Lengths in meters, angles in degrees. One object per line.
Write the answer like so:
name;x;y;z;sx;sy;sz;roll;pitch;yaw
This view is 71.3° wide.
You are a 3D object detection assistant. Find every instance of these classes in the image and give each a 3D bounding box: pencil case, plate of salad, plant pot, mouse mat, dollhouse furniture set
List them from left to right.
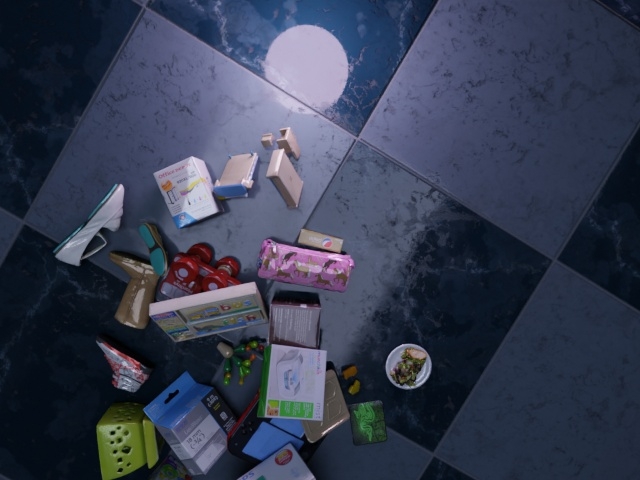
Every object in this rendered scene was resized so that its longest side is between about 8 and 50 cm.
plant pot;-0.752;0.788;1.800;0.207;0.227;0.228;-6;94;-8
dollhouse furniture set;-0.246;-0.267;1.812;0.303;0.198;0.287;-4;54;22
pencil case;-0.061;0.105;1.803;0.385;0.167;0.160;12;77;-4
mouse mat;0.207;0.795;1.941;0.152;0.007;0.190;-8;94;-1
plate of salad;0.380;0.544;1.908;0.199;0.048;0.200;0;95;-3

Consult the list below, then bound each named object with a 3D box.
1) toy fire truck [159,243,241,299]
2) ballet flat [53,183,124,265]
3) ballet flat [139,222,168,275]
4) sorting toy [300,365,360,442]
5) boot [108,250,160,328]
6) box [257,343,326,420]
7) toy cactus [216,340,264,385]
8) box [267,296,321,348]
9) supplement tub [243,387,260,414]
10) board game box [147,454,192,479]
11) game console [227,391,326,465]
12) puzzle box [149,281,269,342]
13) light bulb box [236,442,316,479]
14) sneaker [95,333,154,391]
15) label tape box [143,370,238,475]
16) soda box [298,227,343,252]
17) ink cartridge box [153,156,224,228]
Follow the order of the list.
toy fire truck;-0.482;0.180;1.808;0.302;0.169;0.254;28;117;-3
ballet flat;-0.890;-0.053;1.789;0.139;0.139;0.400;45;96;-5
ballet flat;-0.654;0.032;1.800;0.080;0.073;0.232;-27;82;21
sorting toy;0.039;0.662;1.864;0.307;0.041;0.229;-24;99;-27
boot;-0.785;0.200;1.819;0.236;0.089;0.270;21;94;-3
box;-0.108;0.551;1.720;0.231;0.127;0.262;12;67;-17
toy cactus;-0.351;0.488;1.863;0.180;0.112;0.219;37;95;15
box;-0.105;0.331;1.813;0.203;0.168;0.167;4;93;-3
supplement tub;-0.232;0.677;1.865;0.106;0.106;0.198;32;93;-4
board game box;-0.640;1.025;1.789;0.142;0.275;0.144;42;91;-5
game console;-0.154;0.781;1.833;0.386;0.060;0.342;38;90;-25
puzzle box;-0.424;0.289;1.762;0.408;0.272;0.052;-12;54;-1
light bulb box;-0.164;1.077;1.741;0.357;0.225;0.361;-28;115;-21
sneaker;-0.838;0.513;1.837;0.270;0.090;0.145;35;90;-7
label tape box;-0.502;0.721;1.790;0.106;0.240;0.334;-30;97;41
soda box;0.000;0.000;1.846;0.181;0.061;0.058;14;94;-3
ink cartridge box;-0.513;-0.186;1.759;0.171;0.168;0.233;-23;94;0
